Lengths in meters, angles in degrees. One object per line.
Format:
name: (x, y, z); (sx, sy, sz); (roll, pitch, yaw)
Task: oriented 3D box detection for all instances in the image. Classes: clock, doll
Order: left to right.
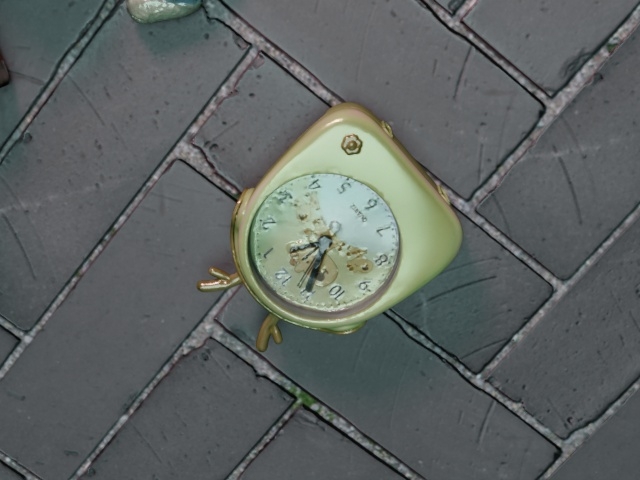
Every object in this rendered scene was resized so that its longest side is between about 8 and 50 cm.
doll: (-0.158, -0.341, 1.130); (0.104, 0.071, 0.214); (24, 109, -5)
clock: (0.000, 0.000, 1.217); (0.308, 0.096, 0.235); (-39, 103, 11)

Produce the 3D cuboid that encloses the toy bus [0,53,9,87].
toy bus: (-0.474, -0.356, 1.120); (0.093, 0.092, 0.408); (-18, 106, 5)
